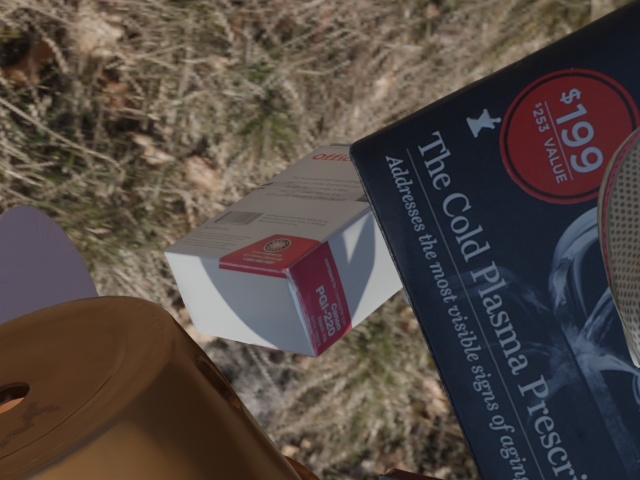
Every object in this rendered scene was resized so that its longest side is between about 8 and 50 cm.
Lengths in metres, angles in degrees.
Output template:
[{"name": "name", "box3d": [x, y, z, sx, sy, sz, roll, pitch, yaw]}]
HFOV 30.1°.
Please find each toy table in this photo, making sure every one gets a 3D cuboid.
[{"name": "toy table", "box3d": [-0.343, 0.111, 1.270, 0.161, 0.274, 0.252, -30, 133, 21]}]

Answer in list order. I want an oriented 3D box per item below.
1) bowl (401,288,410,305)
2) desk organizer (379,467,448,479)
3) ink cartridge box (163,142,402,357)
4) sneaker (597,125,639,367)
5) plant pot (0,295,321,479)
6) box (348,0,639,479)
[{"name": "bowl", "box3d": [0.177, 0.024, 1.296, 0.298, 0.298, 0.134, 32, 73, -39]}, {"name": "desk organizer", "box3d": [0.118, 0.223, 1.009, 0.050, 0.130, 0.047, -20, 113, -57]}, {"name": "ink cartridge box", "box3d": [0.000, 0.000, 1.040, 0.218, 0.158, 0.092, -38, 121, -36]}, {"name": "sneaker", "box3d": [0.123, 0.010, 0.241, 0.103, 0.252, 0.111, -30, 116, 2]}, {"name": "plant pot", "box3d": [-0.134, 0.165, 0.651, 0.291, 0.291, 0.203, -34, 115, -29]}, {"name": "box", "box3d": [0.232, 0.049, 0.590, 0.179, 0.312, 0.343, 31, 35, -66]}]
